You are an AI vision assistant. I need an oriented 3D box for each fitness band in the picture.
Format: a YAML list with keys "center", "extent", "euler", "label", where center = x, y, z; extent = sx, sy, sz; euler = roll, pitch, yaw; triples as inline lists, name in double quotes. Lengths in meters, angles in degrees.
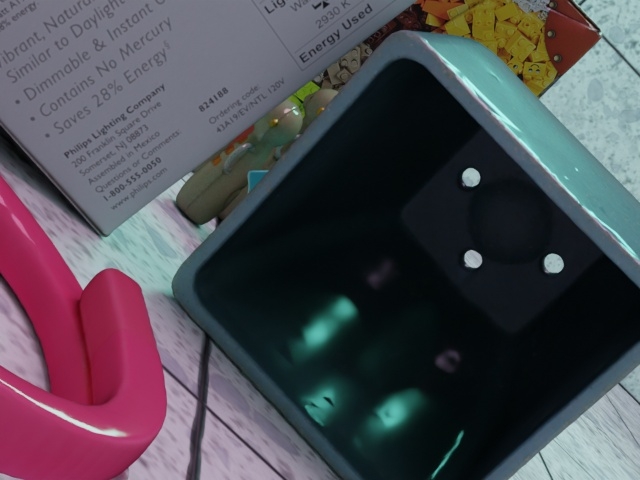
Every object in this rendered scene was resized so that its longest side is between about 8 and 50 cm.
- center: [-0.164, 0.011, 0.701]
  extent: [0.209, 0.054, 0.291]
  euler: [39, 9, -23]
  label: "fitness band"

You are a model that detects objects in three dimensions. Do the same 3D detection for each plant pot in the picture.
- center: [0.100, 0.010, 1.110]
  extent: [0.247, 0.248, 0.252]
  euler: [46, 24, 6]
  label: "plant pot"

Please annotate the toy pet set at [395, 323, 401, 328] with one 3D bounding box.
- center: [0.036, 0.116, 1.237]
  extent: [0.122, 0.065, 0.114]
  euler: [48, -27, -4]
  label: "toy pet set"

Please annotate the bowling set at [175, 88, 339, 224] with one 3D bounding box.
- center: [-0.077, -0.122, 1.416]
  extent: [0.200, 0.154, 0.287]
  euler: [47, 8, 8]
  label: "bowling set"

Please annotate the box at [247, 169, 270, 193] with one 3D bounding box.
- center: [0.000, 0.000, 1.366]
  extent: [0.244, 0.060, 0.101]
  euler: [10, 79, -75]
  label: "box"

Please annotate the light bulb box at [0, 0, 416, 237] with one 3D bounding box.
- center: [-0.125, -0.267, 1.007]
  extent: [0.361, 0.358, 0.225]
  euler: [52, 1, -39]
  label: "light bulb box"

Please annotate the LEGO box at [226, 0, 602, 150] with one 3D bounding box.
- center: [0.117, -0.167, 1.861]
  extent: [0.193, 0.372, 0.500]
  euler: [46, 8, 1]
  label: "LEGO box"
